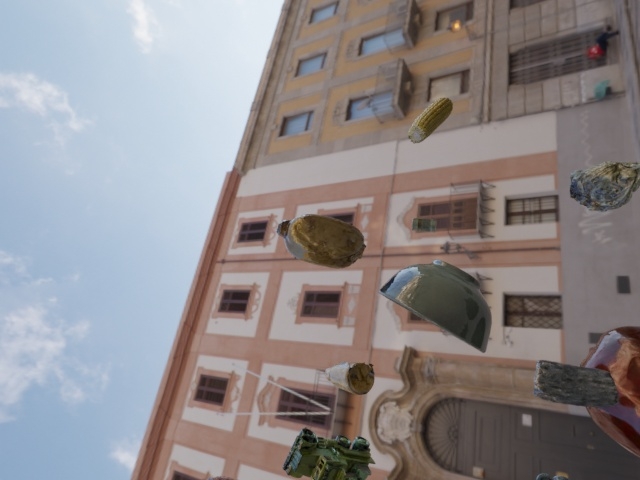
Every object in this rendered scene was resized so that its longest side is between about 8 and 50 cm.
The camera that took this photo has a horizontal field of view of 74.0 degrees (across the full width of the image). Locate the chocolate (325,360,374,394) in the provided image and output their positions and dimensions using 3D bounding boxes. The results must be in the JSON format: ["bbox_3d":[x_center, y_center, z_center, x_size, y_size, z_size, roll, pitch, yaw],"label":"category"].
[{"bbox_3d":[0.063,0.363,1.132,0.086,0.219,0.085,6,-107,-19],"label":"chocolate"}]

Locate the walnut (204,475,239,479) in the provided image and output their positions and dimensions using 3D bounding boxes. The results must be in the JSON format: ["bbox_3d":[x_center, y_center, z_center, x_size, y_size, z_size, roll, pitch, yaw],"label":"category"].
[{"bbox_3d":[-0.191,0.522,0.691,0.244,0.269,0.221,32,-107,-8],"label":"walnut"}]

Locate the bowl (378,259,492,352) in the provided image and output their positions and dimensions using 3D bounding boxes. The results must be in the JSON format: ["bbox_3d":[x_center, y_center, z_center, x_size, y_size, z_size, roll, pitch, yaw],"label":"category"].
[{"bbox_3d":[0.301,0.139,1.046,0.289,0.289,0.146,34,-96,-51],"label":"bowl"}]

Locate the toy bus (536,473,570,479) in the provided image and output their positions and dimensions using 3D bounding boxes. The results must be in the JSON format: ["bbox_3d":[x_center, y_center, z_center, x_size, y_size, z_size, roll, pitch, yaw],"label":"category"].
[{"bbox_3d":[0.628,0.621,0.945,0.121,0.266,0.119,-66,-29,-51],"label":"toy bus"}]

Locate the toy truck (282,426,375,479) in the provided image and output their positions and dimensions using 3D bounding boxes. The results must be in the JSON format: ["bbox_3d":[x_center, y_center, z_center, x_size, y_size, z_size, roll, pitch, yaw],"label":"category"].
[{"bbox_3d":[0.036,0.618,1.173,0.260,0.135,0.128,24,-89,-22],"label":"toy truck"}]

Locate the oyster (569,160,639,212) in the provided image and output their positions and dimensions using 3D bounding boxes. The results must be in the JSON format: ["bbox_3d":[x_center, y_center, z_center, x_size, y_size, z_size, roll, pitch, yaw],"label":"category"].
[{"bbox_3d":[0.697,-0.134,1.036,0.064,0.177,0.124,-37,-67,-23],"label":"oyster"}]

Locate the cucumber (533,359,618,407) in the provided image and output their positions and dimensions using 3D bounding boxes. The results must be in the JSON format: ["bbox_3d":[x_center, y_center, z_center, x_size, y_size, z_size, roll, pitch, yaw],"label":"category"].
[{"bbox_3d":[0.393,0.224,0.659,0.064,0.112,0.064,-8,-81,-63],"label":"cucumber"}]

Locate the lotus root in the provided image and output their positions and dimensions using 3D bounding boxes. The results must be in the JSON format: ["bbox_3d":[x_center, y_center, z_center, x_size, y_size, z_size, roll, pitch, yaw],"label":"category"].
[{"bbox_3d":[0.000,0.000,1.335,0.146,0.285,0.159,-64,-9,-70],"label":"lotus root"}]

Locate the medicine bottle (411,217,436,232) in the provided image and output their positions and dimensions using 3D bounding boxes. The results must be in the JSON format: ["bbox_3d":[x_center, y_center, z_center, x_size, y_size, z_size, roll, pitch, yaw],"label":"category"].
[{"bbox_3d":[0.376,-0.056,1.537,0.047,0.084,0.047,6,-90,-74],"label":"medicine bottle"}]

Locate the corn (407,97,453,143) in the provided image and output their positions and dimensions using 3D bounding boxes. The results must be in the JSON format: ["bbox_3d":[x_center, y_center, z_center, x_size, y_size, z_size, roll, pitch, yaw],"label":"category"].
[{"bbox_3d":[0.305,-0.333,1.178,0.165,0.085,0.063,-46,-72,-31],"label":"corn"}]

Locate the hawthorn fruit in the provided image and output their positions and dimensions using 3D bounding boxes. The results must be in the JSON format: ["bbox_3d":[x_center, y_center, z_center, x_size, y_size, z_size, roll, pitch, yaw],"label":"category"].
[{"bbox_3d":[0.767,0.345,0.945,0.309,0.325,0.307,-21,-59,-40],"label":"hawthorn fruit"}]
